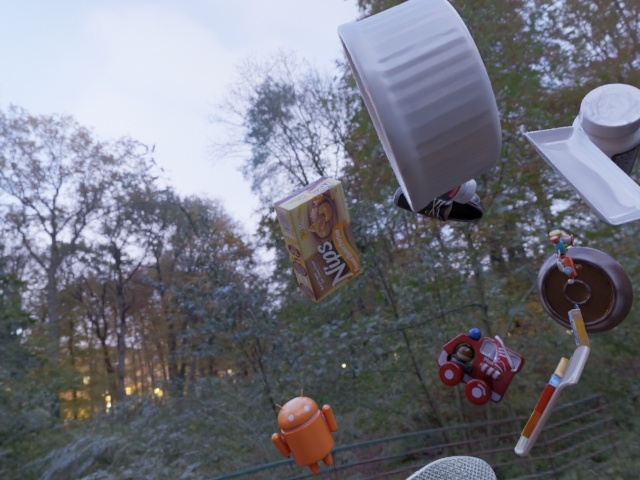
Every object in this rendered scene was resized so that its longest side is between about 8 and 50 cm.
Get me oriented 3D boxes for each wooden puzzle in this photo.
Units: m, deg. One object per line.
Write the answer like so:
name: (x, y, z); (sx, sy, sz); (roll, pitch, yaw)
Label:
wooden puzzle: (0.542, 0.370, 1.046); (0.221, 0.044, 0.239); (-15, -49, -50)

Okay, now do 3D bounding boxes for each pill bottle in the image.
pill bottle: (0.370, -0.177, 1.327); (0.180, 0.108, 0.108); (18, -26, -19)
pill bottle: (0.737, -0.253, 1.150); (0.161, 0.161, 0.283); (-15, -33, 14)

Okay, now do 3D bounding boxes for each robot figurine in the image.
robot figurine: (-0.044, 0.547, 1.266); (0.158, 0.219, 0.128); (-25, -1, 26)

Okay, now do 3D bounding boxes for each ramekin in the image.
ramekin: (0.139, -0.192, 0.620); (0.135, 0.277, 0.277); (-24, -19, 11)

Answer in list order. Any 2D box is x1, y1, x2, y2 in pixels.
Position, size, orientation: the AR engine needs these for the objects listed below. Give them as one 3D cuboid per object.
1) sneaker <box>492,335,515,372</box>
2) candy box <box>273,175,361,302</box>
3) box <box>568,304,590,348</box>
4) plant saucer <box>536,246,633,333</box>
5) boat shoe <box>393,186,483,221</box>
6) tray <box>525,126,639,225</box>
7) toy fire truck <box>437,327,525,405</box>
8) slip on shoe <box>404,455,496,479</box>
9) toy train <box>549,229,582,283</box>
sneaker: (0.600, 0.386, 1.496); (0.067, 0.118, 0.042); (-26, -31, 14)
candy box: (0.000, 0.000, 1.269); (0.183, 0.316, 0.087); (-31, 34, -25)
box: (0.811, 0.272, 1.395); (0.028, 0.136, 0.081); (-14, -19, 19)
plant saucer: (0.909, 0.179, 1.554); (0.050, 0.311, 0.310); (-9, -14, -41)
boat shoe: (0.459, -0.144, 1.681); (0.355, 0.130, 0.132); (4, -62, -9)
tray: (0.546, -0.134, 0.903); (0.145, 0.270, 0.030); (-12, -36, -18)
toy fire truck: (0.639, 0.502, 1.797); (0.302, 0.254, 0.169); (30, 11, 40)
slip on shoe: (0.276, 0.637, 1.106); (0.331, 0.123, 0.101); (-25, -38, 1)
toy train: (0.596, 0.035, 1.062); (0.046, 0.125, 0.166); (-19, -20, 31)
